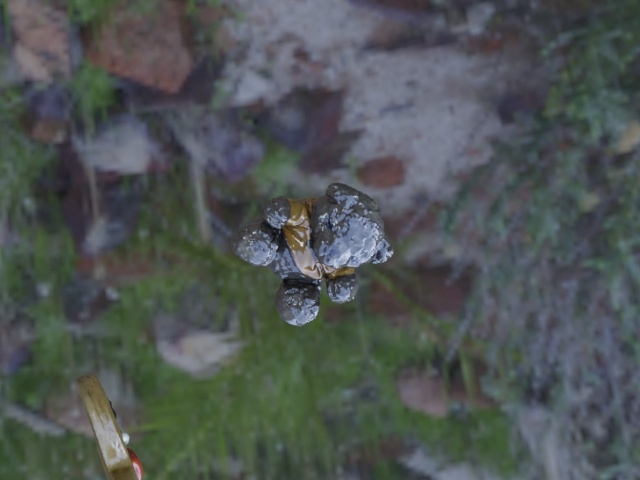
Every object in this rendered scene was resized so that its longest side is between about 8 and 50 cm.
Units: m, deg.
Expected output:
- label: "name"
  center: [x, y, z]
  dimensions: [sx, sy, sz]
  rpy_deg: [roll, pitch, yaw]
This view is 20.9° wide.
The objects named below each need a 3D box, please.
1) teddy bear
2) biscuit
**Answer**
- label: "teddy bear"
  center: [0.000, 0.000, 2.263]
  dimensions: [0.190, 0.140, 0.177]
  rpy_deg: [-21, 117, 34]
- label: "biscuit"
  center: [-0.177, 0.236, 1.613]
  dimensions: [0.035, 0.240, 0.158]
  rpy_deg: [-19, -164, -13]
